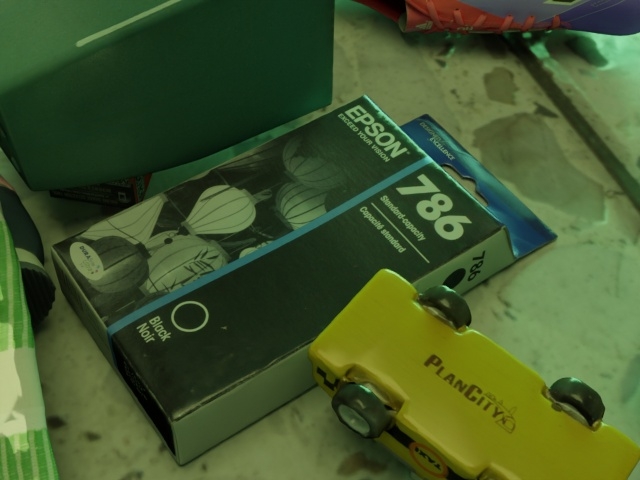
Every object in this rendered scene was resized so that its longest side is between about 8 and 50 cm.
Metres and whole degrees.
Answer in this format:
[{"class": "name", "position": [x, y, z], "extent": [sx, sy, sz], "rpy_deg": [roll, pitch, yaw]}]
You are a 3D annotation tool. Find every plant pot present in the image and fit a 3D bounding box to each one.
[{"class": "plant pot", "position": [-0.132, -0.149, 0.690], "extent": [0.234, 0.166, 0.165], "rpy_deg": [-31, 61, -19]}]

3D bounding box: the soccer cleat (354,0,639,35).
[{"class": "soccer cleat", "position": [0.133, -0.218, 0.854], "extent": [0.318, 0.109, 0.117], "rpy_deg": [19, 73, 10]}]

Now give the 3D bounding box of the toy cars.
[{"class": "toy cars", "position": [0.187, 0.111, 0.597], "extent": [0.393, 0.087, 0.177], "rpy_deg": [1, 56, -6]}]

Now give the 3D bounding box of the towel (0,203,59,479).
[{"class": "towel", "position": [-0.269, 0.114, 0.516], "extent": [0.247, 0.038, 0.325], "rpy_deg": [-8, 72, -19]}]

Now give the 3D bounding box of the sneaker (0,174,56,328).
[{"class": "sneaker", "position": [-0.341, 0.028, 0.625], "extent": [0.318, 0.112, 0.131], "rpy_deg": [-11, 54, -21]}]

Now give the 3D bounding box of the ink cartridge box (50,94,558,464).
[{"class": "ink cartridge box", "position": [0.000, 0.000, 0.688], "extent": [0.332, 0.065, 0.165], "rpy_deg": [-29, 57, -24]}]

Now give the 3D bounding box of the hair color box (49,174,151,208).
[{"class": "hair color box", "position": [-0.158, -0.093, 0.767], "extent": [0.071, 0.043, 0.141], "rpy_deg": [9, 52, 3]}]
